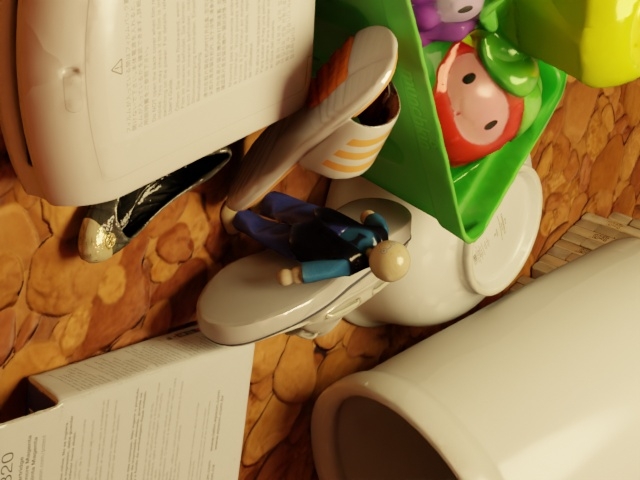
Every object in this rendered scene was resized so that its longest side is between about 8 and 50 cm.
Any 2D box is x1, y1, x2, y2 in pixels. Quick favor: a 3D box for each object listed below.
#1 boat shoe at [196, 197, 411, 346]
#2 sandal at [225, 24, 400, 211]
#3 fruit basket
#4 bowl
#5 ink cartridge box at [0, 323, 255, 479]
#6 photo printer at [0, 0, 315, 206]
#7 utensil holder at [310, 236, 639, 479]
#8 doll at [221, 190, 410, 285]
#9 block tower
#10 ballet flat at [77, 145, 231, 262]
[{"bbox_3d":[-0.012,0.047,1.725,0.267,0.096,0.088,-35,137,-44],"label":"boat shoe"},{"bbox_3d":[0.011,-0.093,1.608,0.076,0.265,0.102,30,52,-17],"label":"sandal"},{"bbox_3d":[0.181,-0.202,1.658,0.283,0.392,0.392,-57,147,-32],"label":"fruit basket"},{"bbox_3d":[0.139,-0.030,1.918,0.298,0.134,0.298,-32,132,-45],"label":"bowl"},{"bbox_3d":[-0.200,0.259,1.633,0.330,0.071,0.324,-14,118,-50],"label":"ink cartridge box"},{"bbox_3d":[-0.132,-0.177,1.450,0.307,0.107,0.256,-31,132,-44],"label":"photo printer"},{"bbox_3d":[0.239,0.212,1.933,0.385,0.327,0.328,-27,130,-27],"label":"utensil holder"},{"bbox_3d":[0.000,0.000,1.671,0.129,0.189,0.046,-40,137,-39],"label":"doll"},{"bbox_3d":[0.284,0.089,2.243,0.335,0.091,0.097,-39,136,-38],"label":"block tower"},{"bbox_3d":[-0.144,-0.041,1.563,0.173,0.049,0.057,-47,141,-32],"label":"ballet flat"}]
